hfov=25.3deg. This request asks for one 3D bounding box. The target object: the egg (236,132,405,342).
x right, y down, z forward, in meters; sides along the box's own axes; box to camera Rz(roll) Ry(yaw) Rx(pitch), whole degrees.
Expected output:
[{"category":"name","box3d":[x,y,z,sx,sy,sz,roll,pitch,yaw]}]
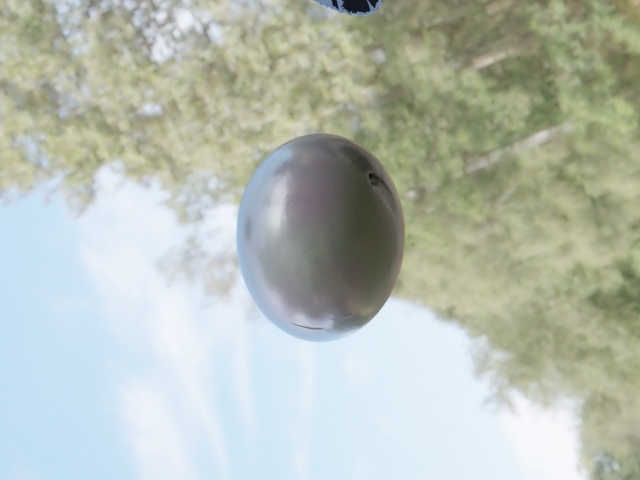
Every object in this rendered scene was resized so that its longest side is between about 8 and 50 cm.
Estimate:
[{"category":"egg","box3d":[0.000,0.000,0.867,0.103,0.103,0.135,-88,-1,-60]}]

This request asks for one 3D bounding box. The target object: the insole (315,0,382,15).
[{"category":"insole","box3d":[-0.029,-0.202,0.891,0.232,0.003,0.080,42,145,39]}]
